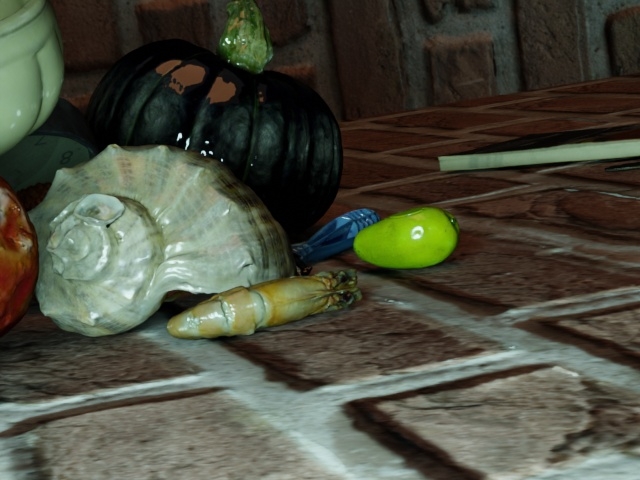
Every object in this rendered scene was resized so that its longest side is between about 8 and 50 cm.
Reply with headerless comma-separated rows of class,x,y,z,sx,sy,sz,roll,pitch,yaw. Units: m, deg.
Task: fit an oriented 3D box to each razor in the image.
razor,0.000,0.000,1.954,0.082,0.042,0.253,39,23,14

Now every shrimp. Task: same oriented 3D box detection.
shrimp,-0.045,0.056,1.612,0.180,0.041,0.099,-13,-7,-26

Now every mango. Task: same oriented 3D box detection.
mango,0.079,-0.001,1.807,0.108,0.056,0.073,-7,1,30

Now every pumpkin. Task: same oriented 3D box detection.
pumpkin,-0.107,-0.134,2.166,0.295,0.296,0.296,-8,7,1

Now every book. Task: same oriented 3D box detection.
book,0.383,-0.132,2.637,0.374,0.028,0.262,-4,7,36

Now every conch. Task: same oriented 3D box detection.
conch,-0.142,-0.012,1.710,0.210,0.159,0.291,-14,2,22

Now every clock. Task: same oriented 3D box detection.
clock,-0.347,-0.037,1.967,0.280,0.055,0.280,-26,-27,-14

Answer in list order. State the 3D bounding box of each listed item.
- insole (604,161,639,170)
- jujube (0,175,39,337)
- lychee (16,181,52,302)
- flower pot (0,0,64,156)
insole,0.441,-0.099,2.376,0.188,0.004,0.064,-7,7,11
jujube,-0.349,0.033,1.497,0.290,0.197,0.197,-21,-1,31
lychee,-0.268,0.007,1.920,0.123,0.123,0.129,-8,39,-2
flower pot,-0.371,-0.101,1.677,0.307,0.244,0.307,0,26,0
